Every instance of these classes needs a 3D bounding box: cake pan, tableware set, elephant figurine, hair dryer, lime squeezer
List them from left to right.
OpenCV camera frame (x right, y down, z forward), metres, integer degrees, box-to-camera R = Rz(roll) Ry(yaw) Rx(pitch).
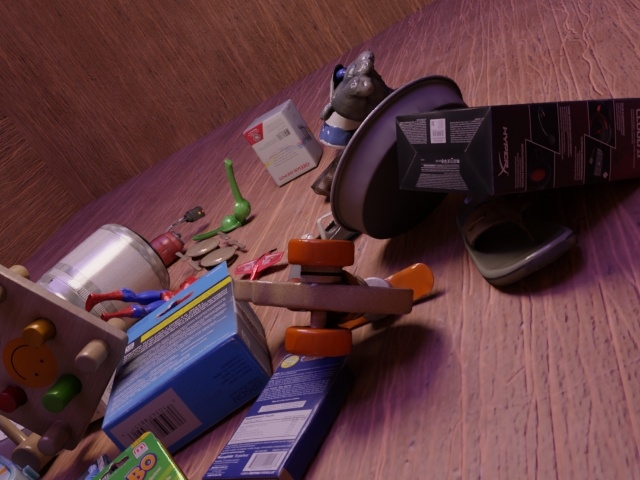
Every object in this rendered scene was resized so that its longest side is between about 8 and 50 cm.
[{"bbox_3d":[-0.438,0.036,1.991,0.224,0.080,0.293,-38,7,43],"label":"hair dryer"},{"bbox_3d":[-0.255,0.039,1.706,0.128,0.039,0.194,-28,23,-19],"label":"tableware set"},{"bbox_3d":[-0.243,-0.068,1.854,0.310,0.110,0.058,122,163,-44],"label":"lime squeezer"},{"bbox_3d":[0.161,-0.324,1.726,0.186,0.239,0.169,-17,47,64],"label":"elephant figurine"},{"bbox_3d":[0.142,-0.119,1.150,0.293,0.293,0.054,-40,59,-15],"label":"cake pan"}]

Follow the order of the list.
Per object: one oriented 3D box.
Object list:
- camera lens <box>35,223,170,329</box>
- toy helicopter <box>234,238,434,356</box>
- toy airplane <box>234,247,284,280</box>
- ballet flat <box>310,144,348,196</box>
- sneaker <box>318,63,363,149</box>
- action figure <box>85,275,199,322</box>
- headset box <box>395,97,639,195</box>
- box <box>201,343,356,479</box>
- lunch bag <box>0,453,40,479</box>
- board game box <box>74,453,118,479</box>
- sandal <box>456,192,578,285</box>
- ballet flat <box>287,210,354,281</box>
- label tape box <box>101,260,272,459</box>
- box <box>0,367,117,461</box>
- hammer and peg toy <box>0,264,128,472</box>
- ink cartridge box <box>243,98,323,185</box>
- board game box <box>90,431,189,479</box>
[{"bbox_3d":[-0.499,0.113,1.646,0.219,0.219,0.274,-7,33,52],"label":"camera lens"},{"bbox_3d":[-0.004,0.074,1.028,0.235,0.140,0.355,2,-3,-34],"label":"toy helicopter"},{"bbox_3d":[-0.131,0.066,1.454,0.151,0.028,0.151,-31,19,12],"label":"toy airplane"},{"bbox_3d":[0.048,-0.165,1.686,0.084,0.058,0.250,-48,3,35],"label":"ballet flat"},{"bbox_3d":[0.090,-0.388,1.901,0.315,0.128,0.182,-71,-4,-51],"label":"sneaker"},{"bbox_3d":[-0.324,0.145,1.429,0.280,0.091,0.139,-10,-40,-41],"label":"action figure"},{"bbox_3d":[0.283,-0.131,0.986,0.293,0.110,0.218,-8,9,-25],"label":"headset box"},{"bbox_3d":[-0.041,0.225,0.926,0.136,0.036,0.225,-17,26,39],"label":"box"},{"bbox_3d":[-0.538,0.439,1.118,0.224,0.107,0.279,-44,22,-29],"label":"lunch bag"},{"bbox_3d":[-0.337,0.401,0.951,0.194,0.060,0.194,-38,20,-12],"label":"board game box"},{"bbox_3d":[0.239,-0.024,0.985,0.120,0.086,0.303,-34,19,3],"label":"sandal"},{"bbox_3d":[0.000,0.000,1.340,0.213,0.068,0.072,-43,21,-22],"label":"ballet flat"},{"bbox_3d":[-0.213,0.188,1.183,0.241,0.106,0.333,-35,19,2],"label":"label tape box"},{"bbox_3d":[-0.506,0.314,1.410,0.322,0.058,0.232,-27,16,14],"label":"box"},{"bbox_3d":[-0.494,0.232,1.180,0.361,0.266,0.127,-59,3,23],"label":"hammer and peg toy"},{"bbox_3d":[-0.096,-0.263,1.950,0.128,0.176,0.127,-26,19,21],"label":"ink cartridge box"},{"bbox_3d":[-0.188,0.329,0.819,0.124,0.039,0.259,-40,40,-16],"label":"board game box"}]
